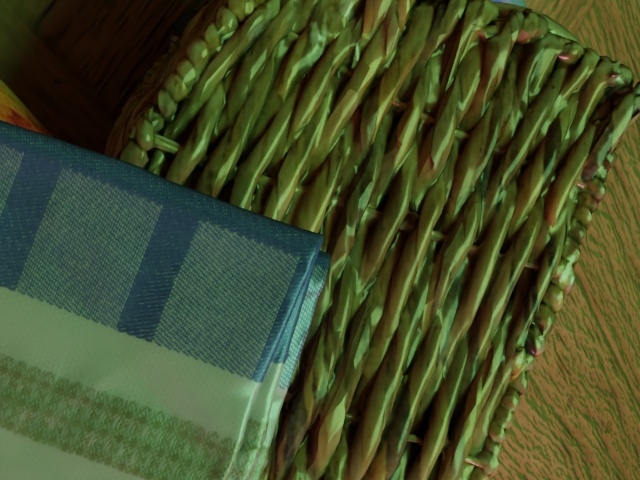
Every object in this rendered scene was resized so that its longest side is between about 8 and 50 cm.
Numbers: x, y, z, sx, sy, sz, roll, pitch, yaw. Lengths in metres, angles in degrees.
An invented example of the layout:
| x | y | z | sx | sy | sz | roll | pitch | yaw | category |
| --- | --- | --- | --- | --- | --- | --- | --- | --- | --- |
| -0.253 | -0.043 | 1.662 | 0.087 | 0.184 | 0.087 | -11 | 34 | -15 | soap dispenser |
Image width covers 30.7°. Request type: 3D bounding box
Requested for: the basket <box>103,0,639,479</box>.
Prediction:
| x | y | z | sx | sy | sz | roll | pitch | yaw | category |
| --- | --- | --- | --- | --- | --- | --- | --- | --- | --- |
| -0.019 | 0.015 | 0.585 | 0.213 | 0.223 | 0.299 | 21 | 91 | -12 | basket |

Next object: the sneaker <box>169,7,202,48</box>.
| x | y | z | sx | sy | sz | roll | pitch | yaw | category |
| --- | --- | --- | --- | --- | --- | --- | --- | --- | --- |
| 0.002 | -0.184 | 0.663 | 0.226 | 0.086 | 0.163 | -20 | 113 | -37 | sneaker |

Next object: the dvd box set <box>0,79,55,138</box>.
| x | y | z | sx | sy | sz | roll | pitch | yaw | category |
| --- | --- | --- | --- | --- | --- | --- | --- | --- | --- |
| -0.186 | 0.113 | 0.568 | 0.308 | 0.062 | 0.420 | -56 | 142 | -18 | dvd box set |

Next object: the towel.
| x | y | z | sx | sy | sz | roll | pitch | yaw | category |
| --- | --- | --- | --- | --- | --- | --- | --- | --- | --- |
| -0.134 | 0.098 | 0.445 | 0.034 | 0.209 | 0.285 | -166 | -84 | -85 | towel |

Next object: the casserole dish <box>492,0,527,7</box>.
| x | y | z | sx | sy | sz | roll | pitch | yaw | category |
| --- | --- | --- | --- | --- | --- | --- | --- | --- | --- |
| 0.098 | -0.100 | 0.862 | 0.114 | 0.037 | 0.188 | 36 | 78 | -54 | casserole dish |
